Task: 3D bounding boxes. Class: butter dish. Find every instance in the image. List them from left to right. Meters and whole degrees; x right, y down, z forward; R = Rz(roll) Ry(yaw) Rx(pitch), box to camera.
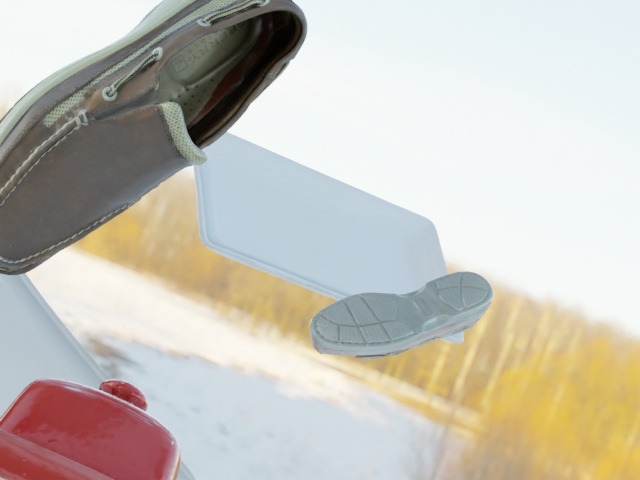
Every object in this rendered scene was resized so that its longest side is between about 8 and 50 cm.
[{"bbox_3d":[-0.152,0.145,1.080,0.160,0.118,0.160,25,-34,3],"label":"butter dish"}]

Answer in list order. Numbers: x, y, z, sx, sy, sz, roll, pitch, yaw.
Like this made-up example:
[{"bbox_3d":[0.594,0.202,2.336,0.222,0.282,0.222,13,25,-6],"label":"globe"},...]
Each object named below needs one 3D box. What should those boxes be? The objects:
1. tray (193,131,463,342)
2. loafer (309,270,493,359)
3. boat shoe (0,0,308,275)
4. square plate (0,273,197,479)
[{"bbox_3d":[0.000,0.000,1.373,0.270,0.030,0.145,22,40,-31],"label":"tray"},{"bbox_3d":[0.052,0.055,1.038,0.039,0.125,0.045,99,-30,-48],"label":"loafer"},{"bbox_3d":[-0.112,-0.074,0.999,0.095,0.257,0.095,26,-22,50],"label":"boat shoe"},{"bbox_3d":[-0.310,0.177,1.356,0.347,0.344,0.049,50,18,9],"label":"square plate"}]
